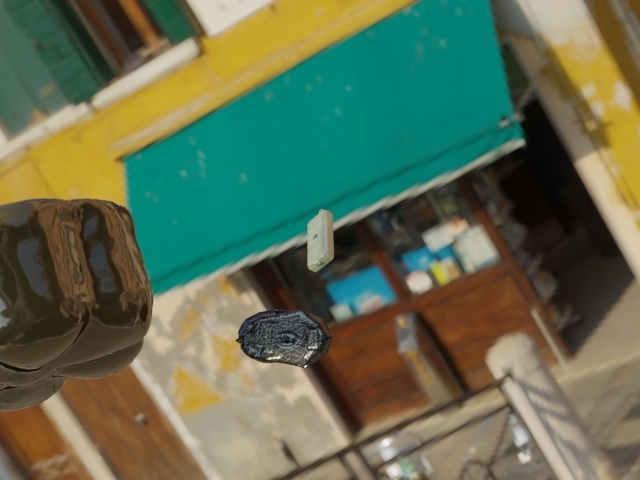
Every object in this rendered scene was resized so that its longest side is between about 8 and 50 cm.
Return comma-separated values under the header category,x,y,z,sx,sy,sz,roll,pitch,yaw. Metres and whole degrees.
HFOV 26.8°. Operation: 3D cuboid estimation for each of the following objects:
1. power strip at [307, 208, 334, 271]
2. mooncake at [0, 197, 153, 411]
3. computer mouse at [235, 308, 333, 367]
category,x,y,z,sx,sy,sz,roll,pitch,yaw
power strip,0.000,0.000,1.784,0.040,0.016,0.090,-39,37,36
mooncake,-0.494,0.112,2.141,0.467,0.262,0.467,-17,-14,-4
computer mouse,-0.058,0.162,2.269,0.172,0.099,0.057,-2,7,18
